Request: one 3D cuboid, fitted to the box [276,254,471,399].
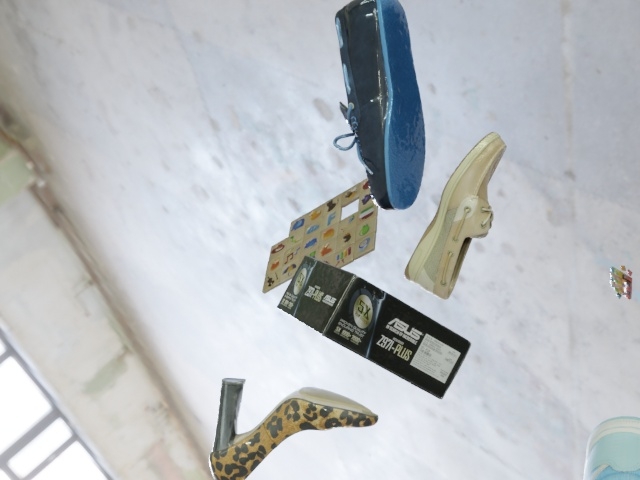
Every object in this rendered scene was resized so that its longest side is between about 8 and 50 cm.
[{"bbox_3d":[0.061,0.100,1.052,0.180,0.077,0.147,31,175,-23],"label":"box"}]

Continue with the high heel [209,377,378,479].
[{"bbox_3d":[-0.044,0.325,1.399,0.261,0.186,0.093,7,-178,12],"label":"high heel"}]

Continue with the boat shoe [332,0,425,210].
[{"bbox_3d":[0.070,-0.163,1.078,0.089,0.109,0.258,-4,87,36],"label":"boat shoe"}]

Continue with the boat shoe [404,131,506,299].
[{"bbox_3d":[0.254,-0.040,1.539,0.098,0.302,0.109,32,-166,19],"label":"boat shoe"}]

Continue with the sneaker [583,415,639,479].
[{"bbox_3d":[0.332,0.380,0.991,0.127,0.208,0.319,-1,104,23],"label":"sneaker"}]

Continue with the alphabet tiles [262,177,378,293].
[{"bbox_3d":[0.000,0.000,1.473,0.237,0.198,0.009,-30,122,28],"label":"alphabet tiles"}]

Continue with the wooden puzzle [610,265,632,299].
[{"bbox_3d":[0.559,0.079,1.655,0.049,0.006,0.083,40,150,49],"label":"wooden puzzle"}]
